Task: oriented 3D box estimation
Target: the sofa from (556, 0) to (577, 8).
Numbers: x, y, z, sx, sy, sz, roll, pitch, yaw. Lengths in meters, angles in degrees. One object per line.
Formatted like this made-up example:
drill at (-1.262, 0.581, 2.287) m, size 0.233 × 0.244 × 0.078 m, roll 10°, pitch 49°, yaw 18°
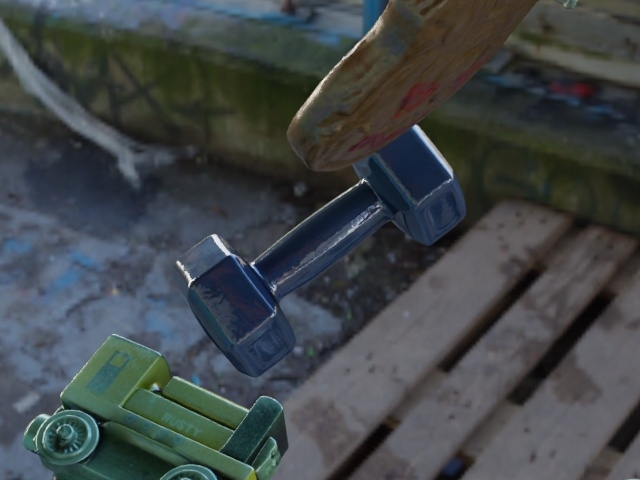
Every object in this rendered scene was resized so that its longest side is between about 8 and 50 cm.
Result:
sofa at (0.349, -0.484, 1.913) m, size 0.210 × 0.176 × 0.225 m, roll -44°, pitch 79°, yaw -5°

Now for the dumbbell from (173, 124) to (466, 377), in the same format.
dumbbell at (0.000, 0.000, 1.480) m, size 0.325 × 0.144 × 0.160 m, roll -37°, pitch 87°, yaw -6°

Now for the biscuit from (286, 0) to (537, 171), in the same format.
biscuit at (0.091, -0.146, 0.999) m, size 0.049 × 0.257 × 0.273 m, roll 47°, pitch 36°, yaw 6°

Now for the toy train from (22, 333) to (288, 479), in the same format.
toy train at (-0.227, 0.300, 1.921) m, size 0.397 × 0.160 × 0.253 m, roll 21°, pitch 52°, yaw 23°

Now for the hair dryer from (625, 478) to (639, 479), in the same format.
hair dryer at (0.365, 0.342, 1.318) m, size 0.073 × 0.131 × 0.236 m, roll -36°, pitch 79°, yaw 4°
